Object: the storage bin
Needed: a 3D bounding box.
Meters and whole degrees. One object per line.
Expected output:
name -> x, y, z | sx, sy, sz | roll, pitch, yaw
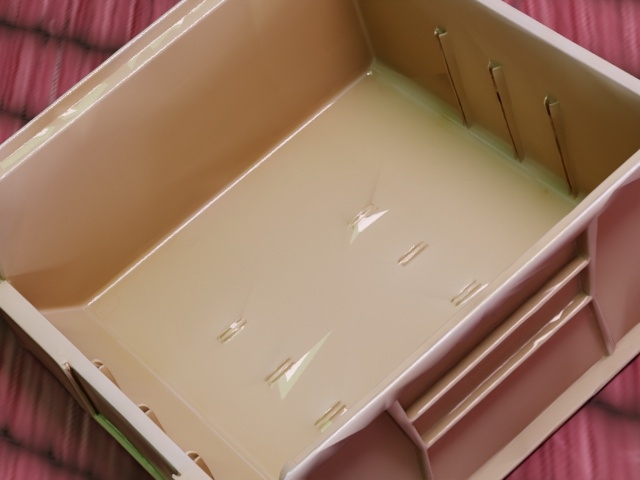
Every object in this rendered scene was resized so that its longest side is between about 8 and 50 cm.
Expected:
storage bin -> 0.000, 0.000, 0.881 | 0.260, 0.123, 0.262 | -40, 51, -15
